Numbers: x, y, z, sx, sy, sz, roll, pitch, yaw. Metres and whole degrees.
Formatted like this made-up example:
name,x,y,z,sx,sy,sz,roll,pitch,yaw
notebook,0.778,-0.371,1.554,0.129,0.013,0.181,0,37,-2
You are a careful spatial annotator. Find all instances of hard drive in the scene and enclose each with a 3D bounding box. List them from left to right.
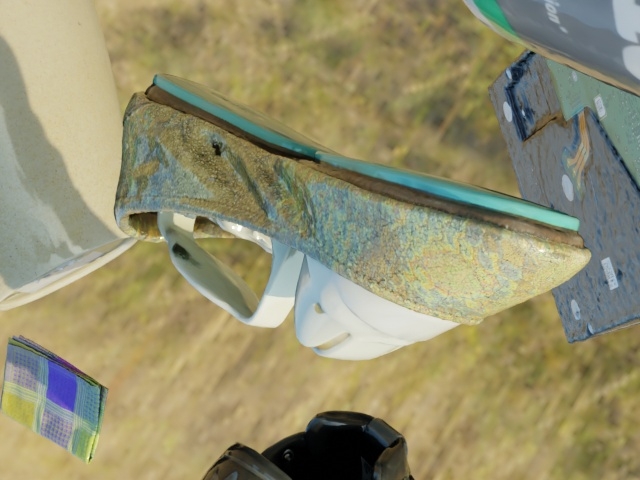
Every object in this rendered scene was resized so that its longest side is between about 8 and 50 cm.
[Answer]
name,x,y,z,sx,sy,sz,roll,pitch,yaw
hard drive,0.229,-0.057,1.380,0.339,0.064,0.237,130,123,-77

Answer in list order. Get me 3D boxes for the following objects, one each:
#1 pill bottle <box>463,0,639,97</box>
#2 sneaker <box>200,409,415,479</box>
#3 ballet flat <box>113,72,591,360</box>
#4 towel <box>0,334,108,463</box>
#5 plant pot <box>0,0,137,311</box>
name,x,y,z,sx,sy,sz,roll,pitch,yaw
pill bottle,0.234,-0.119,0.716,0.361,0.204,0.204,30,165,40
sneaker,0.022,0.172,1.025,0.102,0.146,0.293,26,-176,35
ballet flat,0.000,0.000,0.951,0.348,0.123,0.123,23,161,49
towel,-0.173,0.102,1.165,0.083,0.060,0.009,26,-154,28
plant pot,-0.255,-0.094,1.384,0.274,0.256,0.256,62,163,4
